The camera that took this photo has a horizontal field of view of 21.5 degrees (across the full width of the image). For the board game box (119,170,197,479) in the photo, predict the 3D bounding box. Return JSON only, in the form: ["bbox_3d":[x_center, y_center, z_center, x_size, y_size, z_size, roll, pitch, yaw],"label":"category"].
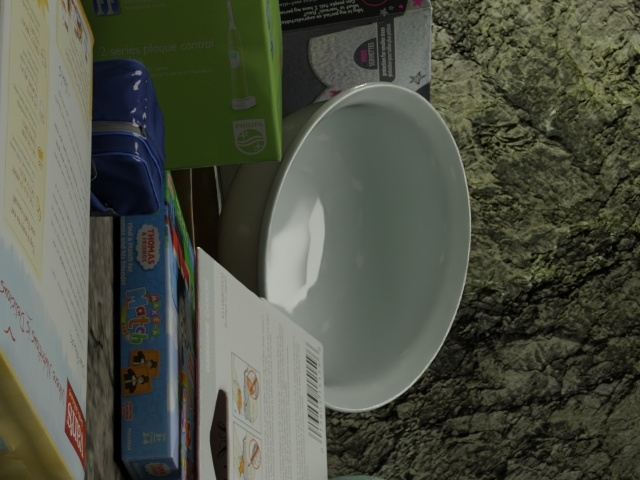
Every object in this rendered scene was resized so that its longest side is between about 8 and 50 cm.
[{"bbox_3d":[-0.113,0.074,1.184,0.160,0.039,0.211,84,3,-67],"label":"board game box"}]

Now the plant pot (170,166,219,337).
[{"bbox_3d":[-0.113,-0.004,1.477,0.236,0.032,0.236,-4,90,-87],"label":"plant pot"}]

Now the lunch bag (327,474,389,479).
[{"bbox_3d":[0.010,0.305,1.376,0.160,0.262,0.223,12,73,-58],"label":"lunch bag"}]

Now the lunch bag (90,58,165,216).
[{"bbox_3d":[-0.117,-0.048,0.877,0.098,0.067,0.065,77,8,-71],"label":"lunch bag"}]

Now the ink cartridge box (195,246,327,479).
[{"bbox_3d":[-0.060,0.172,1.215,0.239,0.060,0.275,42,41,-59],"label":"ink cartridge box"}]

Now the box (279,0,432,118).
[{"bbox_3d":[0.021,-0.188,1.645,0.247,0.163,0.142,86,-6,-60],"label":"box"}]

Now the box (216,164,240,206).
[{"bbox_3d":[-0.085,-0.112,1.721,0.322,0.058,0.232,-113,-164,-74],"label":"box"}]

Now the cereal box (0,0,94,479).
[{"bbox_3d":[-0.132,-0.030,0.698,0.173,0.047,0.240,82,5,-61],"label":"cereal box"}]

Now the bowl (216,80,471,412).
[{"bbox_3d":[0.000,0.000,1.531,0.298,0.134,0.297,-12,105,-49],"label":"bowl"}]

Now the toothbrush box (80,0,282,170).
[{"bbox_3d":[-0.095,-0.215,1.099,0.206,0.122,0.283,-92,179,-59],"label":"toothbrush box"}]
